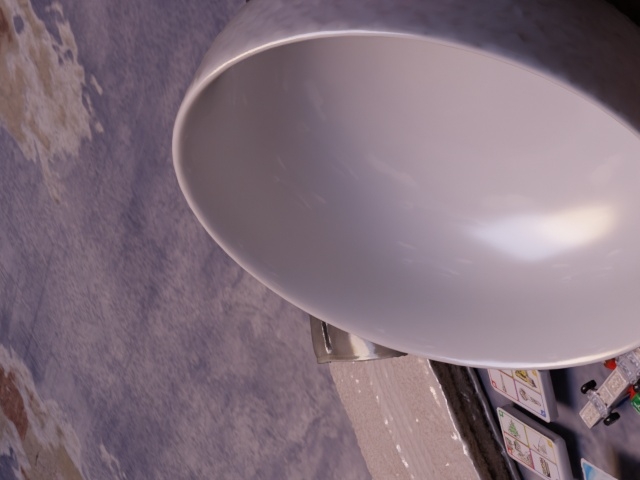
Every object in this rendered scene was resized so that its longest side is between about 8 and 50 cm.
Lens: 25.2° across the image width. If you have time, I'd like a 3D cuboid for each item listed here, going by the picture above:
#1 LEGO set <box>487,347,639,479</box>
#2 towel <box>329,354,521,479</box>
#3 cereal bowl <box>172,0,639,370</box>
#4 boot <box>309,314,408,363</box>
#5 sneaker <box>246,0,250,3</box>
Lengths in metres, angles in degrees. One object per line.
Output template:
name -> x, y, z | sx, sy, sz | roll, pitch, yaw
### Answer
LEGO set -> 0.207, 0.121, 1.041 | 0.244, 0.060, 0.182 | 28, 140, 57
towel -> 0.104, 0.210, 1.250 | 0.187, 0.049, 0.282 | -23, 91, 60
cereal bowl -> 0.084, -0.064, 0.905 | 0.339, 0.141, 0.339 | 14, 148, 9
boot -> -0.002, 0.001, 1.222 | 0.189, 0.076, 0.208 | -1, 104, 58
sneaker -> 0.084, -0.149, 0.997 | 0.270, 0.090, 0.145 | -4, 134, 42
